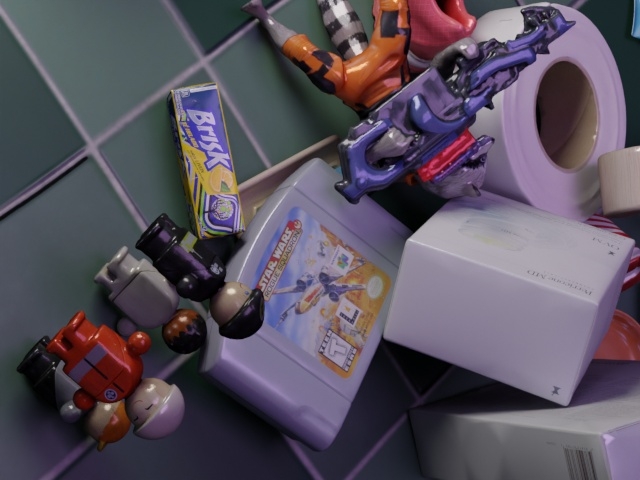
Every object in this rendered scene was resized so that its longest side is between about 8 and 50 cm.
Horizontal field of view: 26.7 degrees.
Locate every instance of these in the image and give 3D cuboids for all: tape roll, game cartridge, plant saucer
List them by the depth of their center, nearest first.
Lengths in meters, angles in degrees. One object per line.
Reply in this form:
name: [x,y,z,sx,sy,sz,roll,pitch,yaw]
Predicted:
game cartridge: [-0.014,0.062,1.525,0.198,0.062,0.297,39,60,-25]
tape roll: [0.282,-0.161,1.754,0.286,0.100,0.286,1,89,-45]
plant saucer: [0.385,0.191,1.842,0.200,0.037,0.200,6,79,-34]

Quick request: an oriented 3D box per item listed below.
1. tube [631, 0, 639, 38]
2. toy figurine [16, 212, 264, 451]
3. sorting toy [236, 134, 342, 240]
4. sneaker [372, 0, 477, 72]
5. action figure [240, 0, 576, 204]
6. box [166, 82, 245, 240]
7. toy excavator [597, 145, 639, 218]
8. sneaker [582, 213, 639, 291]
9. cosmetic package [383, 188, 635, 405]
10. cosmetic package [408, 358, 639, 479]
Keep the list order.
tube: [0.549,-0.307,2.039,0.207,0.052,0.080,19,62,-25]
toy figurine: [-0.178,0.100,1.349,0.148,0.209,0.213,42,60,-10]
sorting toy: [0.000,0.000,1.598,0.193,0.038,0.208,-31,101,-35]
sneaker: [0.116,-0.374,1.681,0.116,0.136,0.314,-24,96,-37]
action figure: [0.116,-0.204,1.598,0.341,0.178,0.330,-31,94,-9]
box: [-0.128,-0.086,1.499,0.054,0.059,0.169,-11,88,-13]
toy excavator: [0.585,-0.087,1.837,0.433,0.445,0.222,-5,84,6]
sneaker: [0.316,0.040,1.807,0.221,0.087,0.128,-22,52,-15]
cosmetic package: [0.224,0.056,1.572,0.224,0.224,0.138,-41,147,-60]
cosmetic package: [0.322,0.214,1.560,0.284,0.377,0.097,-15,94,-26]
